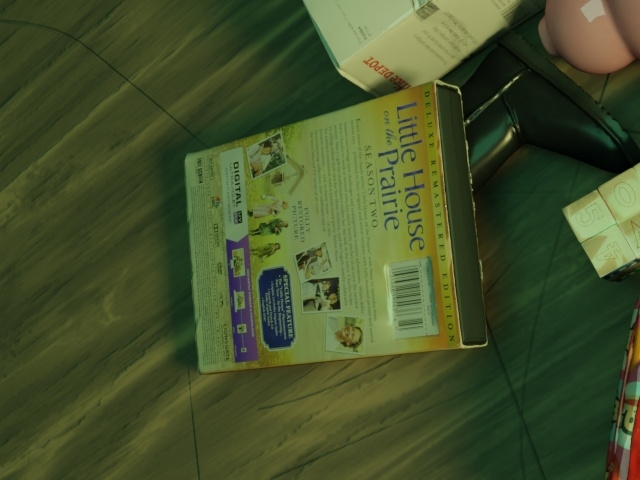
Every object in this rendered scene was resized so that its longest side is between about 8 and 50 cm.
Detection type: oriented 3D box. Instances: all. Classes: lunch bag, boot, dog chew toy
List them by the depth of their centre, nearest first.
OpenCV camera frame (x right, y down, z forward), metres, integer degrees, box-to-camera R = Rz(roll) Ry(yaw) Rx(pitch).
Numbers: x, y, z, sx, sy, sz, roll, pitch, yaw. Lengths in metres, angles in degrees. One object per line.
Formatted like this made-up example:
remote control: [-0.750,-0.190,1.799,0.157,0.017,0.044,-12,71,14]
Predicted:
lunch bag: [0.358,0.178,1.052,0.120,0.258,0.293,9,89,25]
dog chew toy: [0.398,-0.285,1.123,0.332,0.207,0.206,-19,77,29]
boot: [0.232,-0.107,1.227,0.207,0.094,0.246,-46,62,10]

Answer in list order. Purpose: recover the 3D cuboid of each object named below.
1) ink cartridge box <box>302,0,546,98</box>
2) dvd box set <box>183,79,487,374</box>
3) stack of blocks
ink cartridge box: [0.146,-0.301,1.226,0.283,0.207,0.117,-33,71,18]
dvd box set: [0.000,0.000,1.281,0.420,0.062,0.307,-12,80,39]
stack of blocks: [0.423,-0.064,1.096,0.297,0.171,0.087,-32,73,19]
